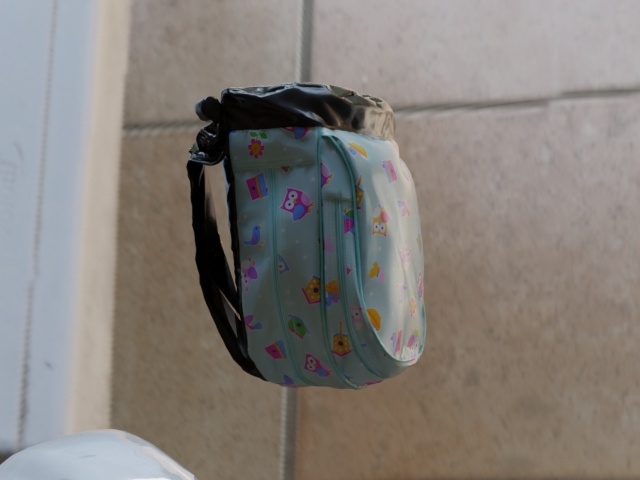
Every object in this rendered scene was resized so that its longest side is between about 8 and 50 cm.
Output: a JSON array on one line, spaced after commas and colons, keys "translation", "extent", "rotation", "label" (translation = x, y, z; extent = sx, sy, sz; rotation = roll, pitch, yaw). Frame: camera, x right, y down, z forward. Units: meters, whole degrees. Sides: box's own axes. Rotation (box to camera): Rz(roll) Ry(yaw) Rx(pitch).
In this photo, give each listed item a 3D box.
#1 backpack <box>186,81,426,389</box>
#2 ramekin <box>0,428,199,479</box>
[{"translation": [0.000, 0.000, 0.941], "extent": [0.115, 0.152, 0.182], "rotation": [-5, 86, 31], "label": "backpack"}, {"translation": [-0.064, 0.184, 0.319], "extent": [0.127, 0.273, 0.273], "rotation": [-15, 60, -25], "label": "ramekin"}]
